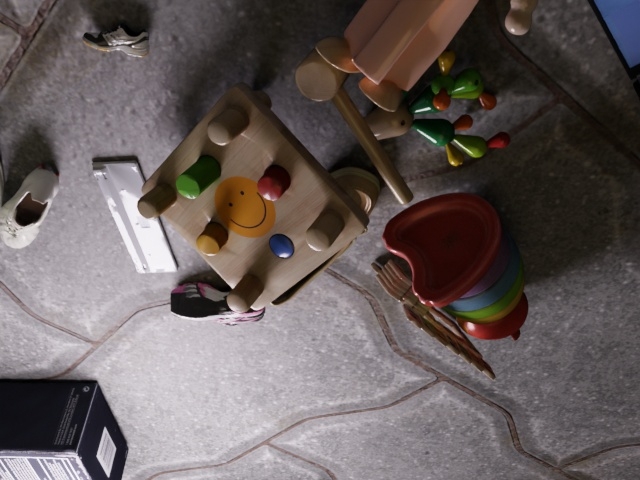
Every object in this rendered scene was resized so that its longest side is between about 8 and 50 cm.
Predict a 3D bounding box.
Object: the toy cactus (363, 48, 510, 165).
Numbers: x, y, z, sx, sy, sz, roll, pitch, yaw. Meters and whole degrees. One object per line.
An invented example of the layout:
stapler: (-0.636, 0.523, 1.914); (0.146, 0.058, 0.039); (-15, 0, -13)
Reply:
toy cactus: (0.132, -0.166, 0.959); (0.180, 0.112, 0.219); (-19, 142, 36)

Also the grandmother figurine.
grandmother figurine: (0.147, -0.298, 0.769); (0.207, 0.104, 0.342); (38, 120, 0)

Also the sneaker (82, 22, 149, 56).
sneaker: (-0.258, -0.259, 0.930); (0.083, 0.032, 0.037); (6, 124, -10)

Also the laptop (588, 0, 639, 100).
laptop: (0.476, -0.217, 0.838); (0.234, 0.265, 0.136); (-26, 167, 29)

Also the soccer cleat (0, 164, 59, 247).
soccer cleat: (-0.464, -0.038, 1.146); (0.068, 0.076, 0.196); (26, 133, -23)

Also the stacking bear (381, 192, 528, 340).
stacking bear: (0.245, 0.065, 1.155); (0.164, 0.175, 0.289); (-34, 138, 7)

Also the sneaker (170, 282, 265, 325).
sneaker: (-0.182, 0.126, 1.314); (0.178, 0.072, 0.077); (5, 148, 7)

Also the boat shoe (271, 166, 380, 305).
boat shoe: (0.000, 0.000, 1.144); (0.104, 0.089, 0.285); (22, 134, -18)

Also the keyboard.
keyboard: (-0.297, -0.031, 1.192); (0.072, 0.014, 0.256); (-6, 137, 3)

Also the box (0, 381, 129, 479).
box: (-0.616, 0.461, 1.621); (0.293, 0.183, 0.296); (0, 136, 3)

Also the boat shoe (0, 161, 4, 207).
boat shoe: (-0.509, -0.133, 1.023); (0.091, 0.109, 0.305); (7, 141, -11)

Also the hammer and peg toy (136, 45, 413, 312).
hammer and peg toy: (-0.061, -0.070, 0.983); (0.266, 0.127, 0.361); (48, 126, -7)

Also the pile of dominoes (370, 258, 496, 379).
pile of dominoes: (0.197, 0.123, 1.210); (0.251, 0.196, 0.040); (35, 101, -30)
